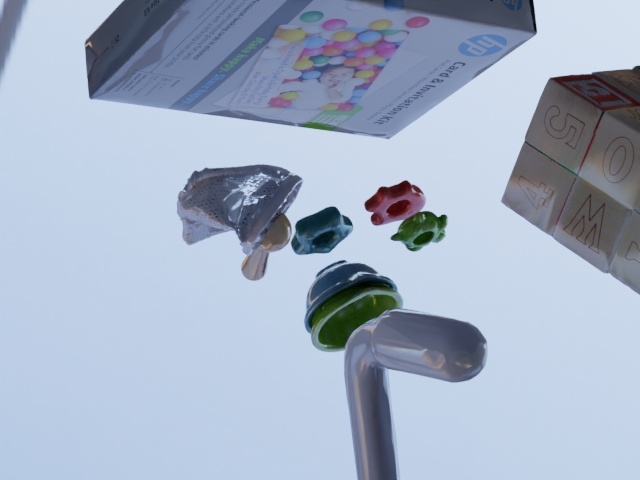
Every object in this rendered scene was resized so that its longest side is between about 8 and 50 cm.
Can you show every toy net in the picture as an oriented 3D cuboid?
[{"bbox_3d":[0.000,0.000,1.211,0.122,0.232,0.045,-34,-120,16],"label":"toy net"}]

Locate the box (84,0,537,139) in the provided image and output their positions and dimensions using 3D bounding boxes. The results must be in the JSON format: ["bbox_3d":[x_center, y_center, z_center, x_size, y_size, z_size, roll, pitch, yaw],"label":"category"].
[{"bbox_3d":[-0.007,-0.104,0.985,0.186,0.145,0.038,5,-112,-31],"label":"box"}]

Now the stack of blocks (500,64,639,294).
[{"bbox_3d":[0.273,0.005,1.097,0.171,0.087,0.297,-10,-143,-46],"label":"stack of blocks"}]

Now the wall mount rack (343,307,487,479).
[{"bbox_3d":[0.069,0.139,0.396,0.304,0.130,0.350,19,-142,33],"label":"wall mount rack"}]
